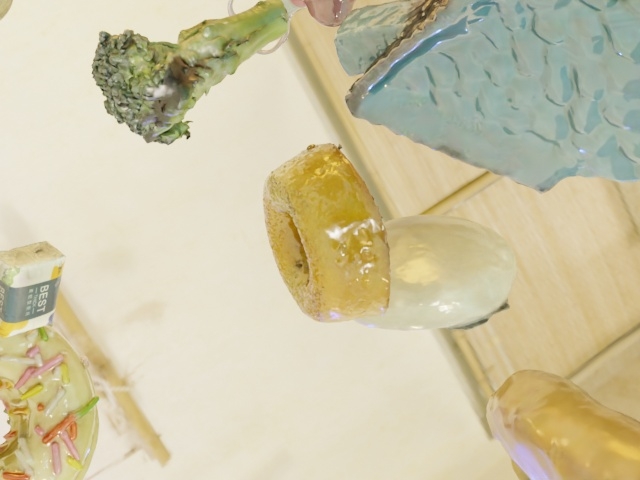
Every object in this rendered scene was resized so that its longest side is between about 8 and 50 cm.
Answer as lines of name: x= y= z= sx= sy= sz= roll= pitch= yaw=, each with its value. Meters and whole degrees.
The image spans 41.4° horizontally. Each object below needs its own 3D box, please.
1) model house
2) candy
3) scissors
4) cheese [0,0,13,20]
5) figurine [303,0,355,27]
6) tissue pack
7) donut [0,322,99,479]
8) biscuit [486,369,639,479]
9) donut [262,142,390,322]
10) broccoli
model house: x=0.195 y=-0.253 z=0.733 sx=0.339 sy=0.360 sz=0.297 roll=3 pitch=138 yaw=39
candy: x=0.207 y=0.060 z=1.734 sx=0.427 sy=0.386 sz=0.186 roll=-66 pitch=-30 yaw=-67
scissors: x=-0.038 y=-0.417 z=1.426 sx=0.118 sy=0.242 sz=0.030 roll=56 pitch=-168 yaw=-15
cheese: x=-0.449 y=-0.291 z=1.062 sx=0.092 sy=0.171 sz=0.047 roll=18 pitch=150 yaw=6
figurine: x=0.010 y=-0.336 z=0.908 sx=0.173 sy=0.173 sz=0.173 roll=53 pitch=165 yaw=20
tissue pack: x=-0.286 y=0.047 z=0.819 sx=0.042 sy=0.062 sz=0.083 roll=34 pitch=120 yaw=29
donut: x=-0.501 y=0.253 z=1.299 sx=0.371 sy=0.307 sz=0.150 roll=45 pitch=152 yaw=-7
biscuit: x=0.292 y=0.252 z=0.636 sx=0.429 sy=0.104 sz=0.446 roll=44 pitch=176 yaw=33
donut: x=0.000 y=-0.002 z=1.214 sx=0.277 sy=0.109 sz=0.277 roll=160 pitch=90 yaw=-74
broccoli: x=-0.155 y=-0.247 z=1.116 sx=0.145 sy=0.304 sz=0.165 roll=53 pitch=146 yaw=2
